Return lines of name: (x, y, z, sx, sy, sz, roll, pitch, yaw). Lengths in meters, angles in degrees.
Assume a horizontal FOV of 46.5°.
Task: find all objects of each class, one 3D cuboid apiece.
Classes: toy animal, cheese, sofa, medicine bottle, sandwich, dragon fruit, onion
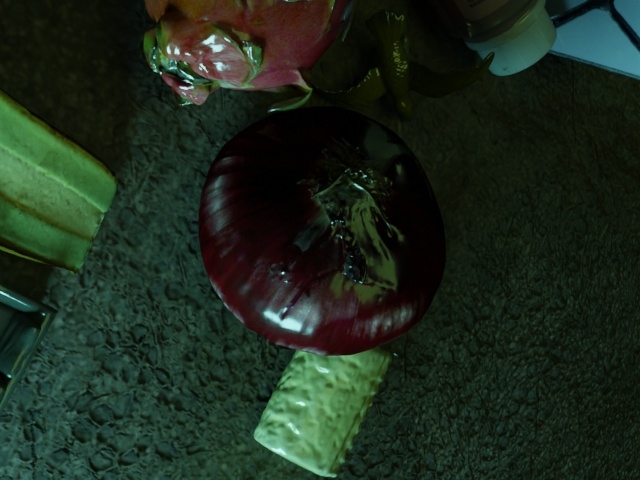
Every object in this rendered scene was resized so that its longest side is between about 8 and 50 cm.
toy animal: (0.102, -0.208, 0.918, 0.155, 0.219, 0.095, 39, 46, -71)
cheese: (0.004, 0.183, 0.876, 0.123, 0.094, 0.167, 36, 77, -44)
sofa: (-0.306, 0.107, 0.650, 0.085, 0.060, 0.147, 36, 73, -33)
medicine bottle: (0.201, -0.334, 0.945, 0.247, 0.147, 0.147, 46, 67, -31)
sandwich: (-0.247, -0.044, 0.630, 0.187, 0.144, 0.117, 29, 79, -35)
dragon fruit: (-0.069, -0.245, 0.705, 0.224, 0.224, 0.227, 31, 57, -35)
onion: (0.000, 0.000, 0.803, 0.273, 0.285, 0.273, 4, 66, -8)

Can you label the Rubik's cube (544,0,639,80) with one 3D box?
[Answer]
Rubik's cube: (0.426, -0.395, 0.995, 0.259, 0.255, 0.260, -48, 147, -24)
